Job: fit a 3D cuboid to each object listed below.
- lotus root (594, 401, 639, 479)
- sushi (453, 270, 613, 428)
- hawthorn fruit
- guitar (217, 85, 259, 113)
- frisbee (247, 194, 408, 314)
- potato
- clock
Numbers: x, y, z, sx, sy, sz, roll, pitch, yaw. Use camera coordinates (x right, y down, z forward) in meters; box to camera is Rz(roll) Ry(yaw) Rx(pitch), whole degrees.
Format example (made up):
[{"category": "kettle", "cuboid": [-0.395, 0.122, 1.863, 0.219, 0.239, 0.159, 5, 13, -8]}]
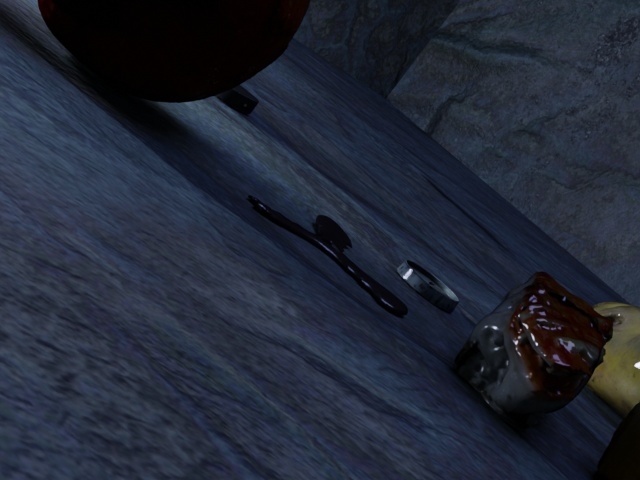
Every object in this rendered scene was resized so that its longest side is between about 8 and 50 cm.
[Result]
[{"category": "lotus root", "cuboid": [0.440, 0.306, 1.334, 0.390, 0.111, 0.375, 38, 12, 2]}, {"category": "sushi", "cuboid": [0.218, 0.111, 1.415, 0.124, 0.130, 0.332, 44, 16, 8]}, {"category": "hawthorn fruit", "cuboid": [-0.158, -0.283, 1.442, 0.316, 0.316, 0.316, 36, 9, -7]}, {"category": "guitar", "cuboid": [-0.177, -0.255, 1.991, 0.233, 0.025, 0.088, 44, 12, 32]}, {"category": "frisbee", "cuboid": [0.000, 0.000, 1.452, 0.187, 0.012, 0.211, 30, 13, -36]}, {"category": "potato", "cuboid": [0.432, 0.173, 1.828, 0.192, 0.141, 0.296, 15, 19, -23]}, {"category": "clock", "cuboid": [0.128, 0.053, 1.648, 0.085, 0.017, 0.085, 36, 10, -7]}]
